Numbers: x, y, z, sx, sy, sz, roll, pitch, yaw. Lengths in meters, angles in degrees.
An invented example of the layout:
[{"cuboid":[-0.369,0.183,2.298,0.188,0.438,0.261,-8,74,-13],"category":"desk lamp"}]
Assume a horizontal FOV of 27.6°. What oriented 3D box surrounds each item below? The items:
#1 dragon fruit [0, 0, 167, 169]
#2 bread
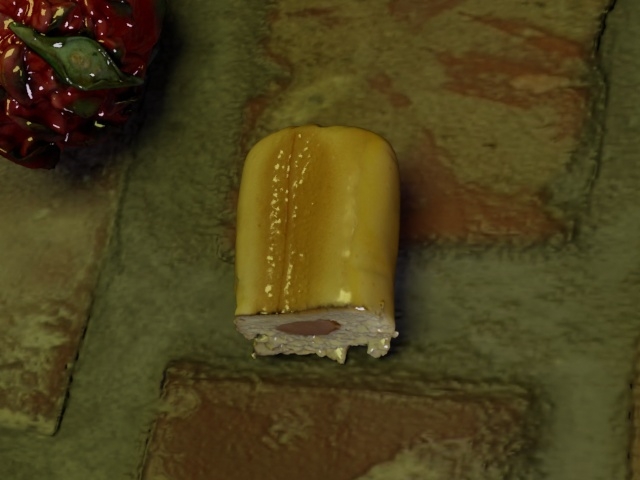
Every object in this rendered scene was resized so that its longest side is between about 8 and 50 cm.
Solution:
[{"cuboid":[-0.262,-0.186,1.171,0.234,0.234,0.293,-57,24,-5],"category":"dragon fruit"},{"cuboid":[0.001,0.001,0.991,0.134,0.085,0.173,-6,67,30],"category":"bread"}]
